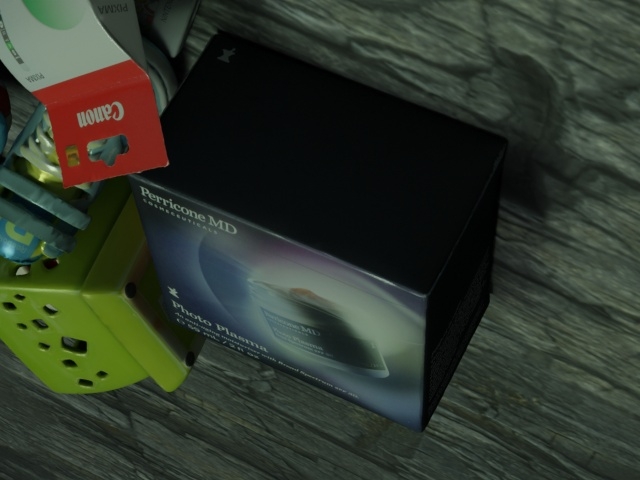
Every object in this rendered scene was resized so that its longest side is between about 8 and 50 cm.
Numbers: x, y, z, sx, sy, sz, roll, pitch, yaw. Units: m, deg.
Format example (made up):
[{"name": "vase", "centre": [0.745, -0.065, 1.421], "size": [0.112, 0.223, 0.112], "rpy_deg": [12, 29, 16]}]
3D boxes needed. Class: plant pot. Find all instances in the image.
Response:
[{"name": "plant pot", "centre": [-0.231, 0.032, 1.652], "size": [0.207, 0.227, 0.228], "rpy_deg": [3, 144, 32]}]

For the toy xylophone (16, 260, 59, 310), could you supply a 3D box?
[{"name": "toy xylophone", "centre": [-0.389, -0.003, 1.907], "size": [0.236, 0.081, 0.322], "rpy_deg": [19, 153, 22]}]

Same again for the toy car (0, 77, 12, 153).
[{"name": "toy car", "centre": [-0.443, -0.199, 1.529], "size": [0.219, 0.210, 0.238], "rpy_deg": [-140, 40, -66]}]

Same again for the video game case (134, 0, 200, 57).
[{"name": "video game case", "centre": [-0.203, -0.268, 1.278], "size": [0.227, 0.026, 0.206], "rpy_deg": [31, 155, -3]}]

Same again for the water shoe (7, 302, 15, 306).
[{"name": "water shoe", "centre": [-0.491, 0.107, 2.234], "size": [0.080, 0.073, 0.203], "rpy_deg": [22, 155, 11]}]

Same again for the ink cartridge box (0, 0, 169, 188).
[{"name": "ink cartridge box", "centre": [-0.218, -0.160, 1.254], "size": [0.181, 0.056, 0.224], "rpy_deg": [-7, 94, 51]}]

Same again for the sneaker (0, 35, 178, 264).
[{"name": "sneaker", "centre": [-0.248, -0.083, 1.442], "size": [0.127, 0.208, 0.319], "rpy_deg": [31, 159, -4]}]

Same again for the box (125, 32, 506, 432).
[{"name": "box", "centre": [0.000, 0.000, 1.384], "size": [0.296, 0.183, 0.294], "rpy_deg": [22, 153, 16]}]
